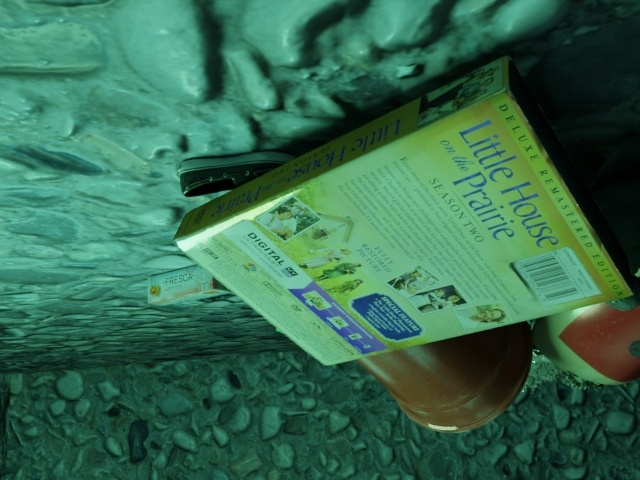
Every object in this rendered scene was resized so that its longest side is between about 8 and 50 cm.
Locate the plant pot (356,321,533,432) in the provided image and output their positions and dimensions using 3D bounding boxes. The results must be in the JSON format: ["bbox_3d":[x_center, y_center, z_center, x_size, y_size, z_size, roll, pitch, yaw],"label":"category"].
[{"bbox_3d":[0.161,0.137,0.976,0.273,0.272,0.265,-16,141,34],"label":"plant pot"}]

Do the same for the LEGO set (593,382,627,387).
[{"bbox_3d":[0.698,0.166,1.382,0.192,0.331,0.255,-14,141,25],"label":"LEGO set"}]

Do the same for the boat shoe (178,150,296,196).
[{"bbox_3d":[-0.097,-0.075,0.717,0.142,0.040,0.049,-5,164,2],"label":"boat shoe"}]

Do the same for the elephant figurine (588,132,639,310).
[{"bbox_3d":[0.400,-0.045,0.749,0.239,0.169,0.186,-41,-176,7],"label":"elephant figurine"}]

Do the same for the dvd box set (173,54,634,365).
[{"bbox_3d":[0.083,0.010,0.687,0.421,0.062,0.307,-22,130,34],"label":"dvd box set"}]

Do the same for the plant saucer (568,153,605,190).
[{"bbox_3d":[0.314,-0.050,0.854,0.199,0.036,0.198,-14,157,-6],"label":"plant saucer"}]

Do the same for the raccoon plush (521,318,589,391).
[{"bbox_3d":[0.500,0.189,1.365,0.216,0.298,0.446,-12,163,22],"label":"raccoon plush"}]

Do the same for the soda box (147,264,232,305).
[{"bbox_3d":[-0.267,0.090,1.228,0.183,0.058,0.063,-13,163,29],"label":"soda box"}]

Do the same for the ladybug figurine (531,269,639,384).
[{"bbox_3d":[0.541,0.088,0.960,0.305,0.161,0.449,0,140,-35],"label":"ladybug figurine"}]

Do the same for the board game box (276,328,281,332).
[{"bbox_3d":[0.088,0.125,1.205,0.214,0.046,0.317,26,132,-29],"label":"board game box"}]
